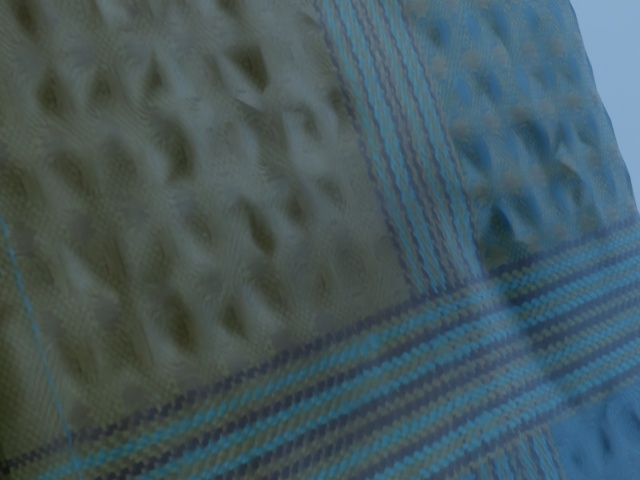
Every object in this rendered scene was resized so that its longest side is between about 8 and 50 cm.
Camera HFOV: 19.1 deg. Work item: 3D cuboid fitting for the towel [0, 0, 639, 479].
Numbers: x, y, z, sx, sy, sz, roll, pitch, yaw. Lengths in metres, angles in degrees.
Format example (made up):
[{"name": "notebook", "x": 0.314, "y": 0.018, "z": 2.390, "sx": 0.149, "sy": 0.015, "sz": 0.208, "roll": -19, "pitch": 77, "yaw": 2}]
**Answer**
[{"name": "towel", "x": 0.000, "y": 0.000, "z": 0.409, "sx": 0.040, "sy": 0.271, "sz": 0.370, "roll": -20, "pitch": -94, "yaw": 34}]
